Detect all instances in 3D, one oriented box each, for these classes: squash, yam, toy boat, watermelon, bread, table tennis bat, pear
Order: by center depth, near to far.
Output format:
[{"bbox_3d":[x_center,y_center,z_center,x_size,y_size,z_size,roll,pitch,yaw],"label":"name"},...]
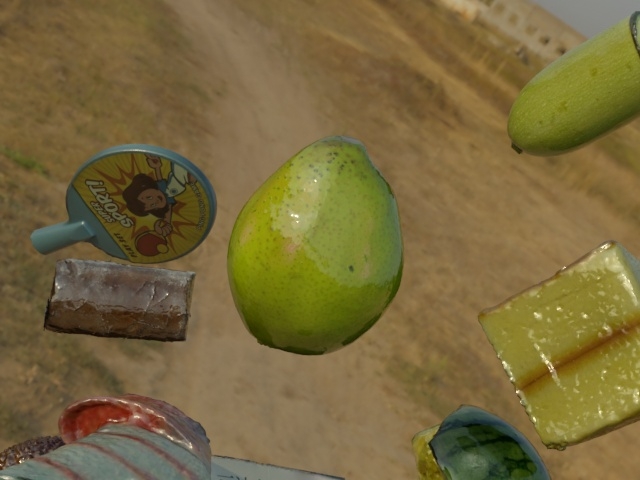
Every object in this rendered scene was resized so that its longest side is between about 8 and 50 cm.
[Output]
[{"bbox_3d":[-0.196,0.059,0.995,0.141,0.079,0.079,7,22,-9],"label":"yam"},{"bbox_3d":[0.000,0.000,1.005,0.188,0.219,0.187,13,18,-4],"label":"pear"},{"bbox_3d":[-0.240,0.244,1.135,0.206,0.096,0.282,22,6,17],"label":"toy boat"},{"bbox_3d":[0.363,-0.200,1.412,0.132,0.247,0.132,29,47,-36],"label":"squash"},{"bbox_3d":[0.254,0.386,1.485,0.331,0.190,0.330,161,-90,-89],"label":"watermelon"},{"bbox_3d":[0.452,0.165,1.544,0.362,0.245,0.233,14,47,-59],"label":"bread"},{"bbox_3d":[-0.314,-0.041,1.589,0.215,0.329,0.044,58,26,-30],"label":"table tennis bat"}]

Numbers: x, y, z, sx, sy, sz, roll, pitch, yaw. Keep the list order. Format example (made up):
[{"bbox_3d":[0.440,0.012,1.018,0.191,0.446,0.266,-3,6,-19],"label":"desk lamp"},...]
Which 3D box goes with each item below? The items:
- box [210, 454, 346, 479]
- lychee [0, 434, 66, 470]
[{"bbox_3d":[-0.069,0.534,1.500,0.345,0.122,0.385,23,42,-46],"label":"box"},{"bbox_3d":[-0.369,0.360,1.407,0.194,0.194,0.194,31,17,-11],"label":"lychee"}]
